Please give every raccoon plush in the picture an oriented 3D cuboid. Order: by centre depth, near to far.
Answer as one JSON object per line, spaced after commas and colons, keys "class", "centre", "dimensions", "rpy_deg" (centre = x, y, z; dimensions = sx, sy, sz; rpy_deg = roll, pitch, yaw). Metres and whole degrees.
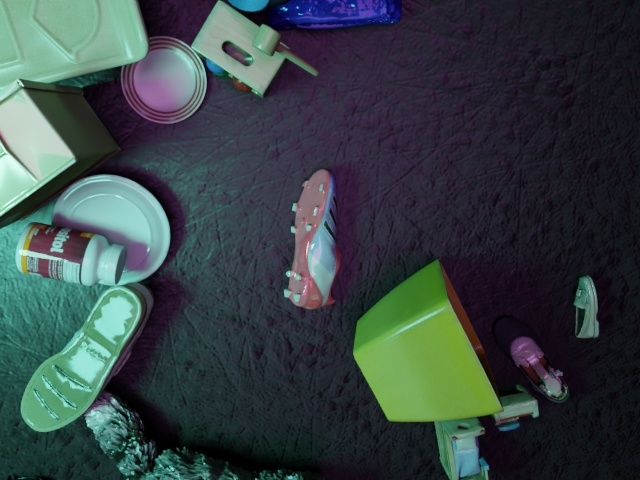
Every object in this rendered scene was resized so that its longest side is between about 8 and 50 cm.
{"class": "raccoon plush", "centre": [-0.180, 0.406, 1.029], "dimensions": [0.299, 0.216, 0.447], "rpy_deg": [-32, 102, -6]}

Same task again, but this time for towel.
{"class": "towel", "centre": [0.014, -0.500, 0.926], "dimensions": [0.227, 0.076, 0.309], "rpy_deg": [-6, 101, -4]}

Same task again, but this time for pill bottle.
{"class": "pill bottle", "centre": [-0.399, 0.025, 0.943], "dimensions": [0.151, 0.086, 0.086], "rpy_deg": [12, 100, -7]}

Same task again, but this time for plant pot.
{"class": "plant pot", "centre": [0.174, 0.191, 1.016], "dimensions": [0.187, 0.212, 0.212], "rpy_deg": [-26, 102, 14]}

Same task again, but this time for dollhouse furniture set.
{"class": "dollhouse furniture set", "centre": [0.321, 0.372, 1.091], "dimensions": [0.183, 0.129, 0.130], "rpy_deg": [-12, 102, -2]}

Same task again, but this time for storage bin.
{"class": "storage bin", "centre": [-0.461, -0.108, 0.868], "dimensions": [0.260, 0.262, 0.123], "rpy_deg": [-34, 104, 2]}

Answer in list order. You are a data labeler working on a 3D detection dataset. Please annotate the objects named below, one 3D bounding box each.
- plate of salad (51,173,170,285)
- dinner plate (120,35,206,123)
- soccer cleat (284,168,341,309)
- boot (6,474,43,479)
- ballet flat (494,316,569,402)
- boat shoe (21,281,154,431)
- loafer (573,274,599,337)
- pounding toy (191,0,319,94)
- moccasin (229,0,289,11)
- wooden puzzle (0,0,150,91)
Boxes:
{"class": "plate of salad", "centre": [-0.357, -0.018, 1.001], "dimensions": [0.199, 0.048, 0.200], "rpy_deg": [-1, 110, -2]}
{"class": "dinner plate", "centre": [-0.261, -0.268, 0.977], "dimensions": [0.141, 0.017, 0.141], "rpy_deg": [-1, 101, -5]}
{"class": "soccer cleat", "centre": [0.000, 0.000, 1.029], "dimensions": [0.095, 0.083, 0.248], "rpy_deg": [6, 96, -36]}
{"class": "boot", "centre": [-0.488, 0.504, 1.081], "dimensions": [0.197, 0.077, 0.137], "rpy_deg": [-1, 96, -6]}
{"class": "ballet flat", "centre": [0.405, 0.230, 1.101], "dimensions": [0.074, 0.074, 0.203], "rpy_deg": [-37, 101, 3]}
{"class": "boat shoe", "centre": [-0.388, 0.203, 1.008], "dimensions": [0.113, 0.103, 0.302], "rpy_deg": [42, 96, 4]}
{"class": "loafer", "centre": [0.500, 0.129, 1.105], "dimensions": [0.039, 0.045, 0.125], "rpy_deg": [-12, 104, 4]}
{"class": "pounding toy", "centre": [-0.100, -0.272, 0.893], "dimensions": [0.181, 0.206, 0.094], "rpy_deg": [32, 97, -10]}
{"class": "moccasin", "centre": [-0.138, -0.484, 0.882], "dimensions": [0.116, 0.137, 0.342], "rpy_deg": [-19, 80, -35]}
{"class": "wooden puzzle", "centre": [-0.441, -0.384, 0.829], "dimensions": [0.347, 0.080, 0.323], "rpy_deg": [-13, 104, 4]}
